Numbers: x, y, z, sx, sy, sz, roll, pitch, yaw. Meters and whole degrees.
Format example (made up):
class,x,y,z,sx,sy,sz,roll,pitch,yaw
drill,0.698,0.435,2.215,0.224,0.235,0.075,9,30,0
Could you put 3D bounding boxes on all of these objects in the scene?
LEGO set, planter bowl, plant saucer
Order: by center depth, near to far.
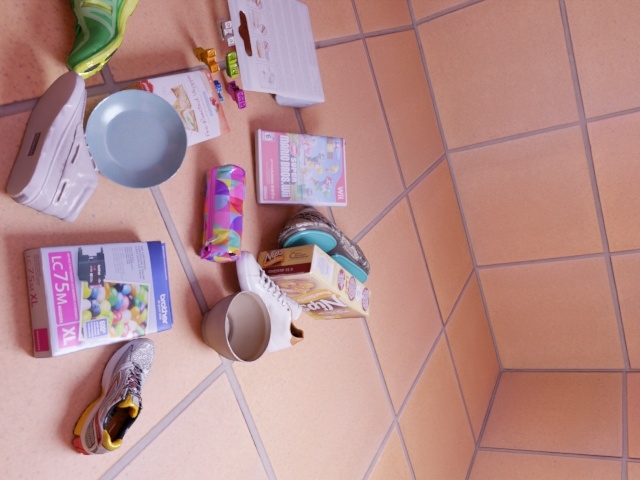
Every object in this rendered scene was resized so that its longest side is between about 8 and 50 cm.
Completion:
class,x,y,z,sx,sy,sz,roll,pitch,yaw
plant saucer,-0.367,-0.201,1.100,0.194,0.037,0.195,-3,97,-24
planter bowl,-0.203,0.199,1.259,0.162,0.109,0.162,18,68,-55
LEGO set,-0.256,-0.433,1.346,0.087,0.093,0.227,-27,140,-22

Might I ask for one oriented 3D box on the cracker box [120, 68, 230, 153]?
class,x,y,z,sx,sy,sz,roll,pitch,yaw
cracker box,-0.317,-0.289,1.233,0.232,0.067,0.156,-39,115,-54

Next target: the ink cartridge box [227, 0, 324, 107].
class,x,y,z,sx,sy,sz,roll,pitch,yaw
ink cartridge box,-0.146,-0.548,1.559,0.385,0.091,0.309,-13,94,-55

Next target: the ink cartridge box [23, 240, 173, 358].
class,x,y,z,sx,sy,sz,roll,pitch,yaw
ink cartridge box,-0.388,0.097,1.037,0.311,0.065,0.186,-4,87,-60

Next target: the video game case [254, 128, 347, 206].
class,x,y,z,sx,sy,sz,roll,pitch,yaw
video game case,-0.050,-0.201,1.552,0.285,0.025,0.204,0,87,-32

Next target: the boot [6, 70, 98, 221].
class,x,y,z,sx,sy,sz,roll,pitch,yaw
boot,-0.452,-0.164,0.981,0.123,0.095,0.259,40,58,-54

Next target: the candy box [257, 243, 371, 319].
class,x,y,z,sx,sy,sz,roll,pitch,yaw
candy box,-0.013,0.124,1.511,0.316,0.182,0.088,41,50,-46

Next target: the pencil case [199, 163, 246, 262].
class,x,y,z,sx,sy,sz,roll,pitch,yaw
pencil case,-0.229,-0.062,1.293,0.104,0.104,0.237,25,60,-53

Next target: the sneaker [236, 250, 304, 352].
class,x,y,z,sx,sy,sz,roll,pitch,yaw
sneaker,-0.118,0.142,1.378,0.106,0.123,0.290,-88,161,-64

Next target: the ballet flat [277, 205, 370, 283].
class,x,y,z,sx,sy,sz,roll,pitch,yaw
ballet flat,0.000,0.000,1.622,0.482,0.163,0.182,35,32,-56

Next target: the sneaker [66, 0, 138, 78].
class,x,y,z,sx,sy,sz,roll,pitch,yaw
sneaker,-0.440,-0.433,1.057,0.123,0.109,0.296,28,55,-35

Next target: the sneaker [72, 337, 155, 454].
class,x,y,z,sx,sy,sz,roll,pitch,yaw
sneaker,-0.356,0.285,1.009,0.088,0.092,0.225,50,43,-40
